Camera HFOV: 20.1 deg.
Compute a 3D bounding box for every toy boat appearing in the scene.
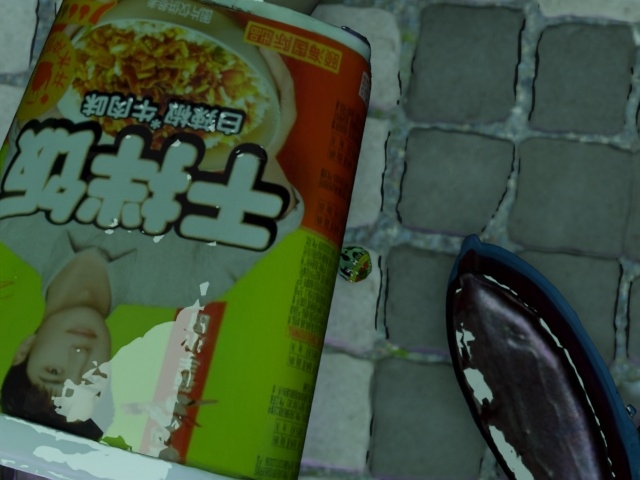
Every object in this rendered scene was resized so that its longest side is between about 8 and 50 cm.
[{"bbox_3d":[0.149,0.097,1.221,0.100,0.097,0.223,-26,92,17],"label":"toy boat"}]

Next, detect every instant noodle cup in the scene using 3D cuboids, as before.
[{"bbox_3d":[-0.101,0.003,1.153,0.294,0.294,0.308,16,85,1],"label":"instant noodle cup"}]

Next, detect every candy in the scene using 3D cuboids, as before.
[{"bbox_3d":[0.000,0.000,1.261,0.083,0.025,0.023,34,64,9],"label":"candy"}]

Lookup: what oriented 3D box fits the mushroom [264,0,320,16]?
[{"bbox_3d":[0.041,-0.255,1.163,0.292,0.292,0.290,34,124,0],"label":"mushroom"}]

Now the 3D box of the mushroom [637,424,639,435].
[{"bbox_3d":[0.261,0.142,1.232,0.129,0.073,0.088,-51,49,-3],"label":"mushroom"}]
